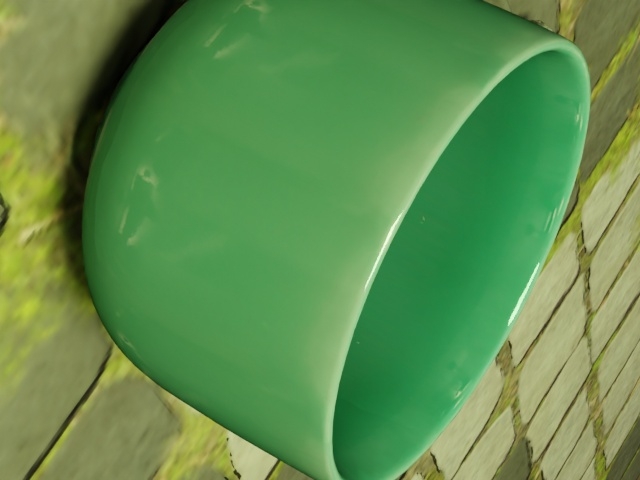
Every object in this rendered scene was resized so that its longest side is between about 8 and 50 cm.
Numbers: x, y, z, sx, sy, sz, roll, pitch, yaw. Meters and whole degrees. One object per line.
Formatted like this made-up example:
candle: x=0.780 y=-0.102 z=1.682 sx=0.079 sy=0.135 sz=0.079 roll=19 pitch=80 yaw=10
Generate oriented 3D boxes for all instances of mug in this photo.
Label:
mug: x=-0.004 y=0.000 z=0.403 sx=0.129 sy=0.097 sz=0.157 roll=-33 pitch=144 yaw=-50

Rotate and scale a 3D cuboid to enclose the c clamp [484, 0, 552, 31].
c clamp: x=0.049 y=-0.029 z=0.576 sx=0.160 sy=0.022 sz=0.137 roll=-57 pitch=156 yaw=-14
